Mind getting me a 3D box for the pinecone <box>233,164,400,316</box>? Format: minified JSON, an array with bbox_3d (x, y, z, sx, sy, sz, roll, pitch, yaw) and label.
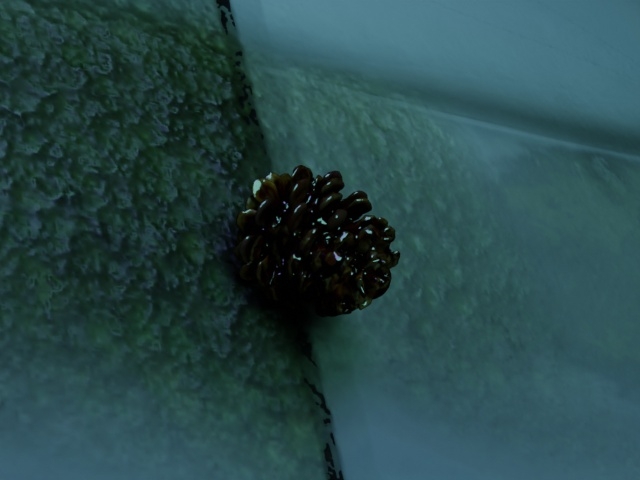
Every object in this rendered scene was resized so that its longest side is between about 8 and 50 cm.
[{"bbox_3d":[0.000,0.000,0.672,0.077,0.083,0.077,-22,118,-50],"label":"pinecone"}]
